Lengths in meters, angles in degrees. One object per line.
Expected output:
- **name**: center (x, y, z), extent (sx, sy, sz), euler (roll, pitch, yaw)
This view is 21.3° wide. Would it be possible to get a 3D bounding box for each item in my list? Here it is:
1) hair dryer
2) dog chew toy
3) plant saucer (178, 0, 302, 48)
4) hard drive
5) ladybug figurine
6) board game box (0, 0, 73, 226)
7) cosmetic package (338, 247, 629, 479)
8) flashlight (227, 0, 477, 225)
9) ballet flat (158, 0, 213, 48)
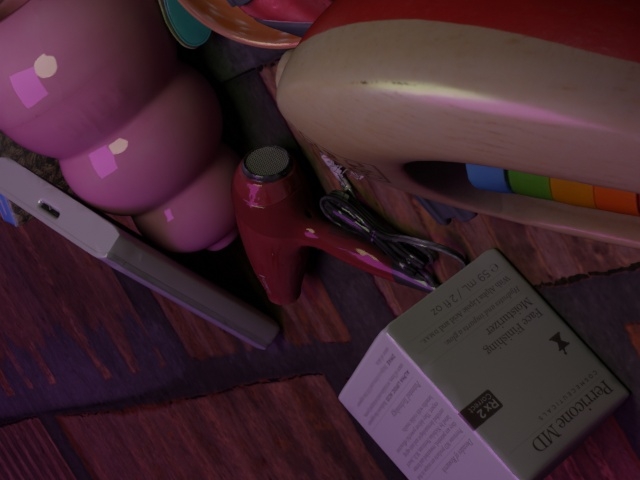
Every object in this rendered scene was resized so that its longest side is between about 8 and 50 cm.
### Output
- **hair dryer**: center (0.000, 0.000, 1.667), extent (0.223, 0.080, 0.293), euler (55, 151, -1)
- **dog chew toy**: center (-0.195, -0.120, 1.718), extent (0.332, 0.206, 0.206), euler (51, 153, -22)
- **plant saucer**: center (-0.051, -0.258, 1.462), extent (0.200, 0.037, 0.200), euler (13, 133, 14)
- **hard drive**: center (-0.197, 0.017, 1.835), extent (0.203, 0.040, 0.307), euler (31, 177, 37)
- **ladybug figurine**: center (0.183, -0.095, 1.118), extent (0.449, 0.162, 0.305), euler (12, 173, 16)
- **board game box**: center (-0.420, -0.175, 2.035), extent (0.291, 0.141, 0.232), euler (18, 134, 47)
- **cosmetic package**: center (0.144, 0.140, 1.528), extent (0.184, 0.151, 0.151), euler (47, 149, 12)
- **flashlight**: center (0.033, -0.145, 1.414), extent (0.304, 0.103, 0.103), euler (50, -163, -17)
- **ballet flat**: center (-0.141, -0.270, 1.645), extent (0.052, 0.057, 0.168), euler (-122, 15, -66)
